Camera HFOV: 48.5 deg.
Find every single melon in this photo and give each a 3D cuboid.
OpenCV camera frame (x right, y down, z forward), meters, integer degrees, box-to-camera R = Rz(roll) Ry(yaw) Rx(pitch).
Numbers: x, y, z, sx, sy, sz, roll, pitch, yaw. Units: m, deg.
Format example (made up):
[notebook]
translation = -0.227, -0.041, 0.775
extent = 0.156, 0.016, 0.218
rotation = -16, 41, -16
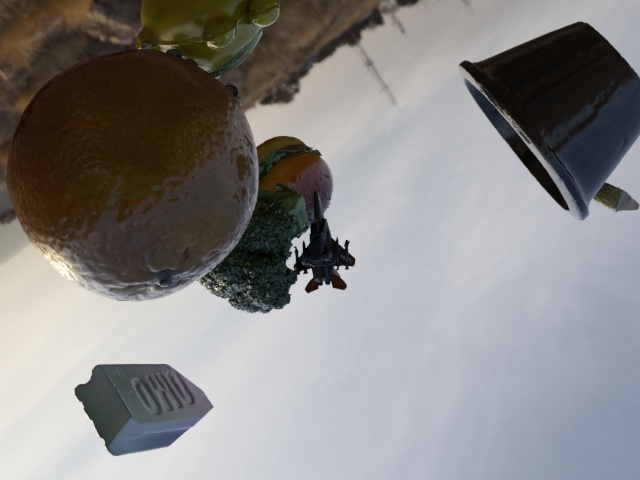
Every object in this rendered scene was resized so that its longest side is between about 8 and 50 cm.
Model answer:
[melon]
translation = 0.633, -0.122, 1.630
extent = 0.182, 0.098, 0.054
rotation = 39, -65, 41

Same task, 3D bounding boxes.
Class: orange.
[orange]
translation = -0.186, -0.064, 0.735
extent = 0.264, 0.264, 0.264
rotation = -34, -166, 10

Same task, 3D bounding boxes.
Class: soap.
[soap]
translation = -0.432, 0.421, 1.810
extent = 0.115, 0.208, 0.347
rotation = -45, 156, 12

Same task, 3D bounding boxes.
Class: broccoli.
[broccoli]
translation = -0.125, 0.003, 1.275
extent = 0.245, 0.265, 0.294
rotation = -31, -159, -9

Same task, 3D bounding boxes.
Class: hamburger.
[hamburger]
translation = -0.076, -0.106, 1.593
extent = 0.246, 0.170, 0.246
rotation = -36, 152, -23

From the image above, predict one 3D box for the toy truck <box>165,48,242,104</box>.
[toy truck]
translation = -0.229, -0.246, 1.228
extent = 0.077, 0.168, 0.100
rotation = -41, -158, 52

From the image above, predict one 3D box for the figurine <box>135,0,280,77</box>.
[figurine]
translation = -0.210, -0.456, 1.341
extent = 0.323, 0.231, 0.340
rotation = -3, -136, 17

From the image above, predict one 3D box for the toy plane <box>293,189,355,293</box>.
[toy plane]
translation = -0.002, 0.001, 1.311
extent = 0.130, 0.189, 0.061
rotation = -8, -175, 28

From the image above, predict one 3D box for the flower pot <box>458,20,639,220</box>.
[flower pot]
translation = 0.325, -0.174, 0.941
extent = 0.166, 0.269, 0.269
rotation = -36, -167, 12
